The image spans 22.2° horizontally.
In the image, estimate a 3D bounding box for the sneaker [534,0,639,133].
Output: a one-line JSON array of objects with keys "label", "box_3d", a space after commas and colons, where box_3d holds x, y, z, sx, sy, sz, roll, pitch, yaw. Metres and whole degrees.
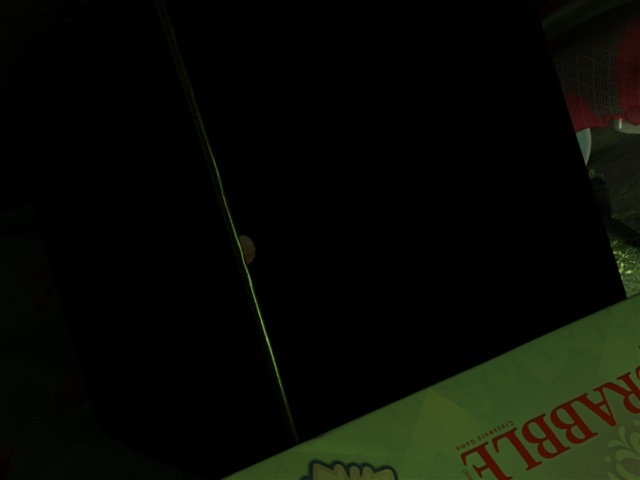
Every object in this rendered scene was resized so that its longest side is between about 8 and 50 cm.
[{"label": "sneaker", "box_3d": [0.189, -0.082, 0.696, 0.314, 0.136, 0.116, -29, 172, 38]}]

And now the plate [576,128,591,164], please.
[{"label": "plate", "box_3d": [0.077, -0.035, 1.008, 0.188, 0.024, 0.188, -17, 145, -12]}]

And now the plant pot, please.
[{"label": "plant pot", "box_3d": [-0.014, -0.006, 0.662, 0.187, 0.188, 0.167, -16, 179, -41]}]

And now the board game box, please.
[{"label": "board game box", "box_3d": [0.048, 0.143, 0.635, 0.318, 0.066, 0.319, -20, 153, -35]}]

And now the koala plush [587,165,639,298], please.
[{"label": "koala plush", "box_3d": [0.196, 0.037, 1.378, 0.221, 0.196, 0.203, -13, 157, -32]}]

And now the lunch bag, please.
[{"label": "lunch bag", "box_3d": [-0.130, 0.127, 0.817, 0.160, 0.262, 0.223, -19, 169, -27]}]

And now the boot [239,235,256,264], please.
[{"label": "boot", "box_3d": [0.000, 0.000, 0.940, 0.248, 0.090, 0.207, -8, 160, -24]}]
